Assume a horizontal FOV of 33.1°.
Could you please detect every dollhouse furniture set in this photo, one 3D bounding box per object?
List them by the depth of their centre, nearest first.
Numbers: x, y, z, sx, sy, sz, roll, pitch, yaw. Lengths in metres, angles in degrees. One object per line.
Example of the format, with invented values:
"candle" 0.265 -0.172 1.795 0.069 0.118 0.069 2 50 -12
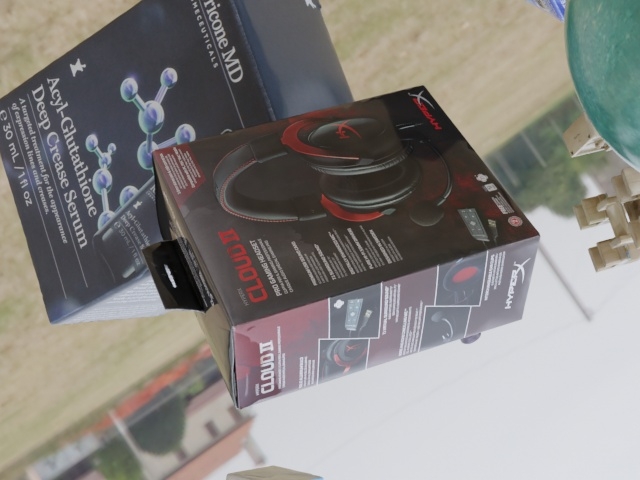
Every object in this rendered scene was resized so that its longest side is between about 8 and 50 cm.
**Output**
"dollhouse furniture set" 0.512 -0.093 1.711 0.161 0.242 0.212 -14 167 -11

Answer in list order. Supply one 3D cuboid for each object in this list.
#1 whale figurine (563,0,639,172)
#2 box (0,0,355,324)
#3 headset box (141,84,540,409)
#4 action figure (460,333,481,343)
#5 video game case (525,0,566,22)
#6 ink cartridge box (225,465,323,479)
"whale figurine" 0.213 -0.148 0.473 0.272 0.141 0.216 -58 152 11
"box" -0.164 -0.104 1.296 0.395 0.294 0.212 -26 167 28
"headset box" 0.000 0.000 0.913 0.293 0.218 0.110 -15 137 -16
"action figure" 0.109 0.042 1.437 0.185 0.285 0.099 -19 -132 21
"video game case" 0.162 -0.371 1.112 0.061 0.269 0.244 -37 -147 3
"ink cartridge box" -0.071 0.399 1.309 0.078 0.231 0.134 7 176 23
